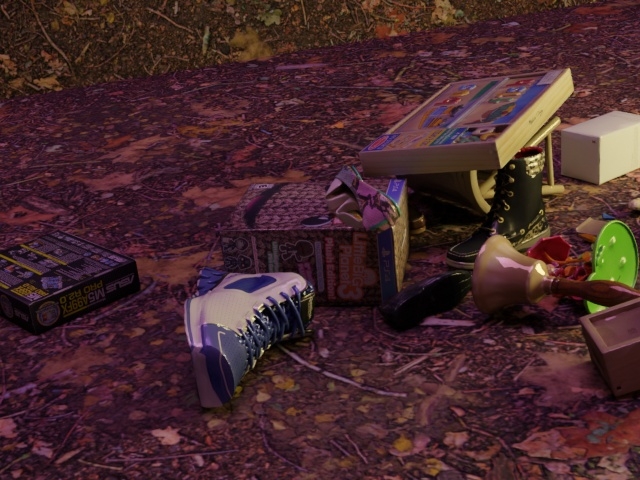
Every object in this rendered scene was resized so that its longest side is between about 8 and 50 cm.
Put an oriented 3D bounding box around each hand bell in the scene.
[{"bbox_3d":[0.360,0.068,1.451,0.242,0.126,0.126,9,27,38],"label":"hand bell"}]

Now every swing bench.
[{"bbox_3d":[0.309,-0.156,1.980,0.255,0.165,0.253,-25,29,-27],"label":"swing bench"}]

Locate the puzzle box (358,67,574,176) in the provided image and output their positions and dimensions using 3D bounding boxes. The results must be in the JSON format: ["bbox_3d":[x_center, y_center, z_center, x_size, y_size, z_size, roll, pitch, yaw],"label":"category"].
[{"bbox_3d":[0.283,-0.225,1.845,0.272,0.052,0.409,-2,25,34],"label":"puzzle box"}]

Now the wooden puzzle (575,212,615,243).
[{"bbox_3d":[0.510,-0.019,1.789,0.116,0.014,0.079,-25,34,-38],"label":"wooden puzzle"}]

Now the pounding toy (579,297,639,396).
[{"bbox_3d":[0.437,0.143,1.338,0.130,0.100,0.141,-19,20,5],"label":"pounding toy"}]

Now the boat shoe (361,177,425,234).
[{"bbox_3d":[0.129,-0.069,1.924,0.073,0.073,0.207,-19,27,-31],"label":"boat shoe"}]

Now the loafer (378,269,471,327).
[{"bbox_3d":[0.168,0.084,1.565,0.170,0.062,0.061,-19,21,-31],"label":"loafer"}]

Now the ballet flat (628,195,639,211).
[{"bbox_3d":[0.650,-0.091,1.877,0.173,0.049,0.057,-19,25,-29],"label":"ballet flat"}]

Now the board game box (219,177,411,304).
[{"bbox_3d":[0.000,0.000,1.696,0.291,0.141,0.232,-1,23,11],"label":"board game box"}]

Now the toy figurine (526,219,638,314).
[{"bbox_3d":[0.396,0.049,1.570,0.159,0.130,0.173,-1,44,47],"label":"toy figurine"}]

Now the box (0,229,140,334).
[{"bbox_3d":[-0.488,0.067,1.760,0.216,0.060,0.270,-26,30,-38],"label":"box"}]

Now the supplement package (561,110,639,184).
[{"bbox_3d":[0.607,-0.199,2.076,0.179,0.105,0.105,-20,27,-32],"label":"supplement package"}]

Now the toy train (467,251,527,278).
[{"bbox_3d":[0.306,0.052,1.650,0.158,0.027,0.036,-16,35,-25],"label":"toy train"}]

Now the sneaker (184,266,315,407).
[{"bbox_3d":[-0.098,0.115,1.465,0.182,0.127,0.315,-7,21,2],"label":"sneaker"}]

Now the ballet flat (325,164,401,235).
[{"bbox_3d":[0.055,-0.064,1.572,0.079,0.076,0.221,-30,27,-6],"label":"ballet flat"}]

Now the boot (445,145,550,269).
[{"bbox_3d":[0.308,-0.057,1.710,0.236,0.178,0.085,-20,26,-32],"label":"boot"}]
